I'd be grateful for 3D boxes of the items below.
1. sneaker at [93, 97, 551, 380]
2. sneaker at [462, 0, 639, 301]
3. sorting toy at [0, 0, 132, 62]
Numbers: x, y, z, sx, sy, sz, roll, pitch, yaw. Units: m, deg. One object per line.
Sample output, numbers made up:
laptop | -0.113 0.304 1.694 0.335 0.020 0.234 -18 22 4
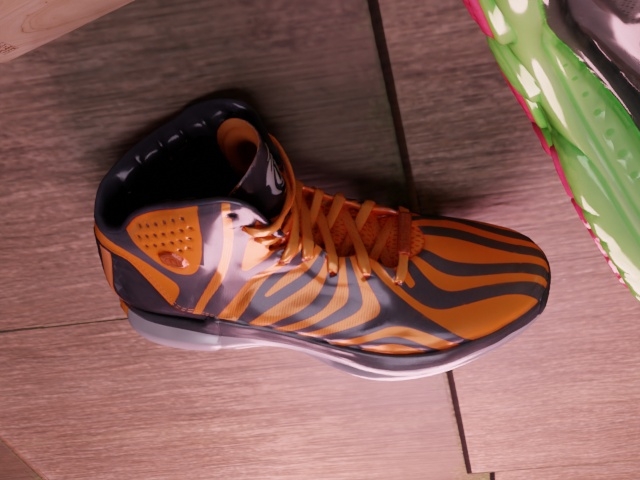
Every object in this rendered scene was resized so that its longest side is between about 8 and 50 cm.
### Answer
sneaker | 0.000 0.000 0.621 0.321 0.124 0.180 -2 143 3
sneaker | 0.165 -0.144 0.424 0.202 0.185 0.483 -29 142 14
sorting toy | -0.155 -0.149 0.452 0.275 0.046 0.132 -17 168 26
